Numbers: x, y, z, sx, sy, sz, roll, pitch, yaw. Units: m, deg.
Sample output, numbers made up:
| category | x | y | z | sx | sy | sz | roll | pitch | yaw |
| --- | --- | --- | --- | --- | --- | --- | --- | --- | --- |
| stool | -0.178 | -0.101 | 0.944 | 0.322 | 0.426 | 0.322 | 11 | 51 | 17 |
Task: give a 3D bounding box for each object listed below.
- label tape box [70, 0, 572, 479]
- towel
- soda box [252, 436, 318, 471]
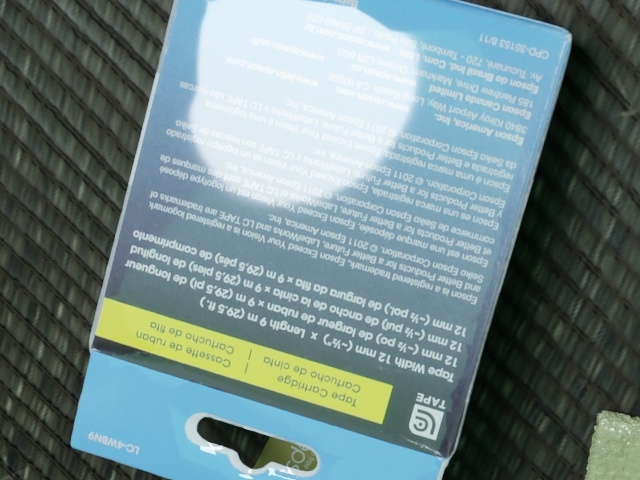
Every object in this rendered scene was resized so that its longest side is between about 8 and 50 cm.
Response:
| category | x | y | z | sx | sy | sz | roll | pitch | yaw |
| --- | --- | --- | --- | --- | --- | --- | --- | --- | --- |
| label tape box | 0.000 | 0.000 | 0.855 | 0.249 | 0.115 | 0.348 | 16 | 100 | 7 |
| towel | 0.249 | 0.198 | 0.958 | 0.110 | 0.027 | 0.148 | 6 | 113 | 13 |
| soda box | 0.005 | 0.128 | 0.973 | 0.058 | 0.061 | 0.181 | 28 | 115 | 4 |
